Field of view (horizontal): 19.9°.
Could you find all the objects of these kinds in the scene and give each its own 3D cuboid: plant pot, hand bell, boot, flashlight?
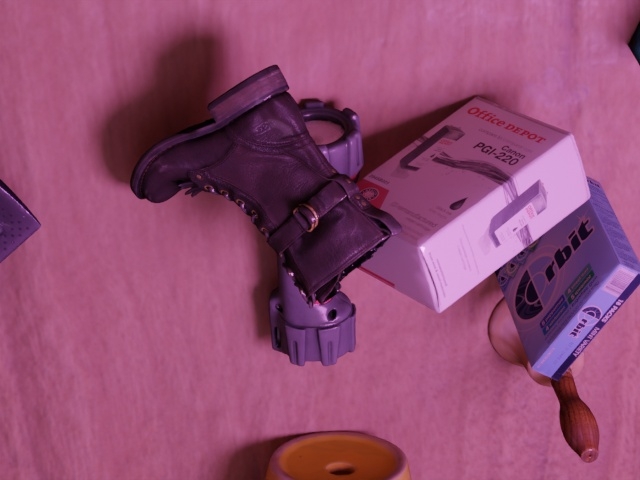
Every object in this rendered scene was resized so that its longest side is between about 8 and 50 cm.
[{"bbox_3d":[0.020,0.367,2.155,0.254,0.254,0.239,-2,110,-7],"label":"plant pot"},{"bbox_3d":[0.275,0.163,2.043,0.126,0.242,0.126,-4,124,-6],"label":"hand bell"},{"bbox_3d":[-0.061,-0.030,1.855,0.263,0.091,0.229,-34,89,43],"label":"boot"},{"bbox_3d":[0.000,0.000,1.980,0.103,0.103,0.304,-25,131,-27],"label":"flashlight"}]

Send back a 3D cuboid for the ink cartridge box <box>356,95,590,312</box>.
[{"bbox_3d":[0.145,-0.042,1.886,0.218,0.158,0.092,-35,126,-22],"label":"ink cartridge box"}]

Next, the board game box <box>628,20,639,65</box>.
[{"bbox_3d":[0.377,-0.245,1.853,0.026,0.126,0.186,13,121,-16],"label":"board game box"}]

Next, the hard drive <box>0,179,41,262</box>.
[{"bbox_3d":[-0.437,-0.051,1.903,0.172,0.054,0.255,-40,120,17],"label":"hard drive"}]

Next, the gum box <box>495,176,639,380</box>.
[{"bbox_3d":[0.268,0.036,1.990,0.041,0.184,0.157,25,117,-23],"label":"gum box"}]
